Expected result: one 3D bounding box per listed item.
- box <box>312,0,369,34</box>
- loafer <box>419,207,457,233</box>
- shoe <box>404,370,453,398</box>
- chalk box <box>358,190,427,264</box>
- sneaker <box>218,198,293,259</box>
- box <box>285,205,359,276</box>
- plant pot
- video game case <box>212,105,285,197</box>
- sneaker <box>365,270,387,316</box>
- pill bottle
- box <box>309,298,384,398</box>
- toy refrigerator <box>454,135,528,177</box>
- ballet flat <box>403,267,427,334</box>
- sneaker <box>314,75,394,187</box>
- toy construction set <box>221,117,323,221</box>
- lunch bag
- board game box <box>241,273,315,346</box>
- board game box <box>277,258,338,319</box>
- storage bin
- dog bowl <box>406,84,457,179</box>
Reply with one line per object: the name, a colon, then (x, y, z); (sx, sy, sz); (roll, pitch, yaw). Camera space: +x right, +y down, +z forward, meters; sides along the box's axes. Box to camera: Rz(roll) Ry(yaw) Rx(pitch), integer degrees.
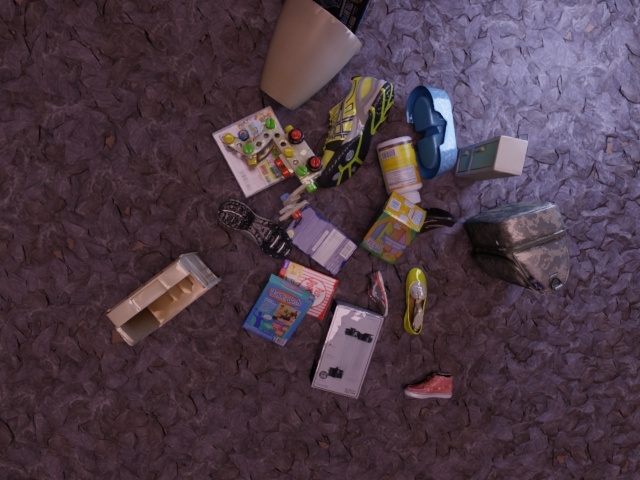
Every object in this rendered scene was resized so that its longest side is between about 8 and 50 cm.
box: (0.007, -0.740, 1.211); (0.294, 0.295, 0.073); (28, 93, -6)
loafer: (0.346, -0.063, 1.415); (0.220, 0.080, 0.078); (4, 117, 3)
shoe: (0.379, 0.501, 1.463); (0.178, 0.063, 0.081); (6, 92, -12)
chalk box: (0.219, -0.022, 1.341); (0.132, 0.132, 0.213); (31, 132, 1)
sneaker: (-0.202, -0.039, 1.342); (0.272, 0.108, 0.100); (37, 86, -14)
box: (0.000, 0.000, 1.395); (0.225, 0.036, 0.136); (38, 90, -7)
plant pot: (-0.061, -0.545, 1.263); (0.257, 0.256, 0.274); (35, 106, -7)
video game case: (-0.198, -0.281, 1.336); (0.207, 0.026, 0.226); (-28, 98, -8)
sneaker: (0.190, 0.183, 1.425); (0.065, 0.061, 0.157); (-12, 86, 6)
pill bottle: (0.261, -0.221, 1.365); (0.118, 0.117, 0.214); (-15, 96, -5)
box: (0.085, 0.360, 1.407); (0.169, 0.087, 0.289); (16, 93, -7)
toy refrigerator: (0.520, -0.251, 1.313); (0.095, 0.269, 0.102); (10, 94, -6)
ballet flat: (0.329, 0.210, 1.425); (0.077, 0.077, 0.230); (5, 94, -6)
sneaker: (0.085, -0.344, 1.349); (0.147, 0.145, 0.384); (34, 94, 25)
toy construction set: (-0.121, -0.222, 1.262); (0.215, 0.151, 0.327); (-33, 98, -7)
lunch bag: (0.625, 0.024, 1.329); (0.213, 0.305, 0.255); (-21, 95, -3)
board game box: (-0.137, 0.229, 1.355); (0.160, 0.047, 0.210); (29, 114, -9)
board game box: (-0.056, 0.160, 1.397); (0.194, 0.045, 0.146); (21, 93, -7)
storage bin: (-0.454, 0.161, 1.252); (0.262, 0.260, 0.123); (-37, 93, -2)
dog bowl: (0.360, -0.348, 1.350); (0.074, 0.166, 0.296); (-11, 95, -17)
